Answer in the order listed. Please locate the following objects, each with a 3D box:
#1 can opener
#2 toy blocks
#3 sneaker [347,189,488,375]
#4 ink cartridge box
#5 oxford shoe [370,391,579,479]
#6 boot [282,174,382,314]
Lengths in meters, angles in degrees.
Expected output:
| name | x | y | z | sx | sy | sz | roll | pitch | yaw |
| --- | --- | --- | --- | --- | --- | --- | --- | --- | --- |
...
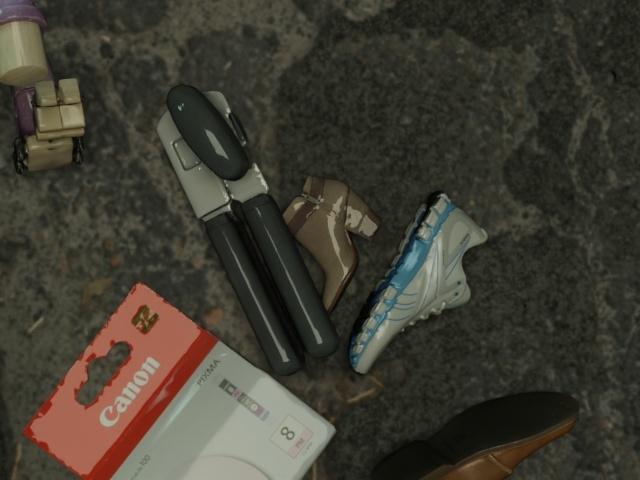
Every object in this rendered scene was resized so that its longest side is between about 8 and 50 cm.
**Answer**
| name | x | y | z | sx | sy | sz | roll | pitch | yaw |
| --- | --- | --- | --- | --- | --- | --- | --- | --- | --- |
| can opener | -0.076 | -0.012 | 1.845 | 0.076 | 0.095 | 0.283 | -28 | 80 | 12 |
| toy blocks | -0.377 | -0.206 | 1.743 | 0.309 | 0.288 | 0.260 | -9 | 72 | -13 |
| sneaker | 0.095 | 0.052 | 1.880 | 0.083 | 0.071 | 0.190 | 33 | 85 | -9 |
| ink cartridge box | -0.132 | 0.180 | 1.858 | 0.232 | 0.066 | 0.189 | 38 | 85 | -7 |
| oxford shoe | 0.152 | 0.208 | 1.887 | 0.212 | 0.076 | 0.076 | -24 | 120 | -8 |
| boot | 0.000 | 0.000 | 1.889 | 0.087 | 0.042 | 0.118 | 28 | 84 | 3 |
